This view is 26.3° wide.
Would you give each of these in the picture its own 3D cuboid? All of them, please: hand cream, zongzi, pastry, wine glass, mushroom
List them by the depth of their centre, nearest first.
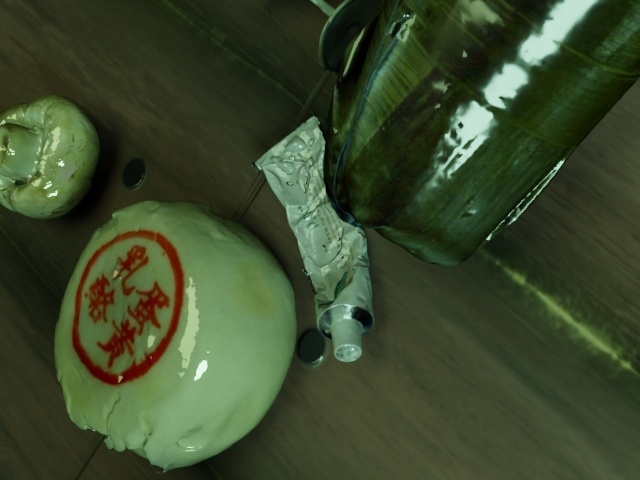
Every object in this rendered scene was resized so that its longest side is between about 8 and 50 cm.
[{"bbox_3d":[0.119,-0.230,1.176,0.403,0.208,0.432,-52,38,23],"label":"zongzi"},{"bbox_3d":[0.002,0.001,1.276,0.084,0.050,0.257,-36,51,23],"label":"hand cream"},{"bbox_3d":[-0.145,0.087,1.317,0.265,0.133,0.265,-11,74,40],"label":"pastry"},{"bbox_3d":[-0.014,-0.243,1.326,0.183,0.122,0.122,44,105,32],"label":"wine glass"},{"bbox_3d":[-0.308,-0.092,1.510,0.148,0.112,0.148,-13,71,45],"label":"mushroom"}]
